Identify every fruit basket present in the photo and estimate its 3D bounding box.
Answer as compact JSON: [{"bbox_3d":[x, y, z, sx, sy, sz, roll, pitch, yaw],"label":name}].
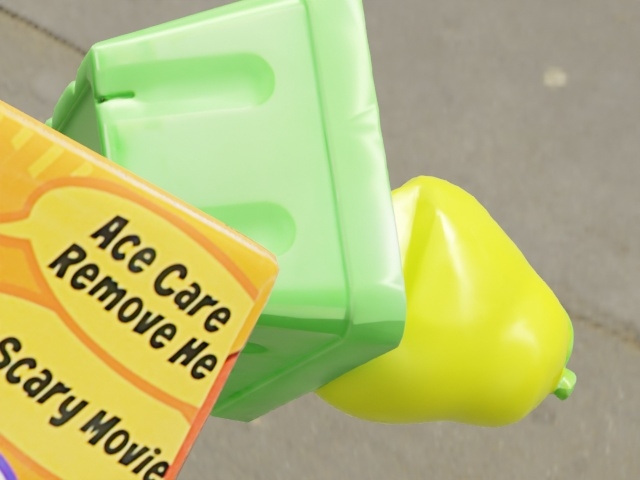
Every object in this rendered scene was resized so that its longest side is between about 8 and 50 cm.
[{"bbox_3d":[0.000,0.000,1.240,0.392,0.392,0.283,-8,79,0],"label":"fruit basket"}]

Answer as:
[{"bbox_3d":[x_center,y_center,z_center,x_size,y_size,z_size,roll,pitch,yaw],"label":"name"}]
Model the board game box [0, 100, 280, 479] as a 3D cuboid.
[{"bbox_3d":[-0.308,0.048,0.480,0.356,0.356,0.356,25,87,51],"label":"board game box"}]
